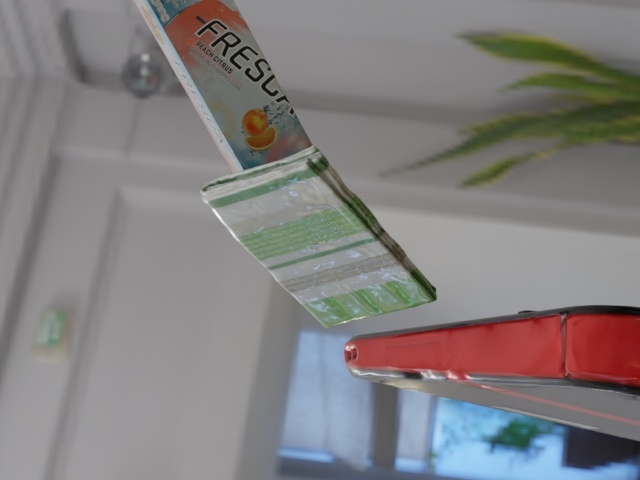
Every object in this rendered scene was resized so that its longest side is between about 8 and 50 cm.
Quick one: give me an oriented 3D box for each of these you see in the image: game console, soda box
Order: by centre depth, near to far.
[{"bbox_3d":[0.258,0.112,1.198,0.342,0.387,0.060,-5,72,60],"label":"game console"},{"bbox_3d":[-0.069,-0.120,1.210,0.183,0.058,0.063,60,170,-20],"label":"soda box"}]

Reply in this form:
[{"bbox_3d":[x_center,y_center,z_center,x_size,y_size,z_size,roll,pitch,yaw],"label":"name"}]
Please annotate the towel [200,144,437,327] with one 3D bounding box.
[{"bbox_3d":[0.000,0.000,1.138,0.152,0.113,0.023,47,-132,-29],"label":"towel"}]
